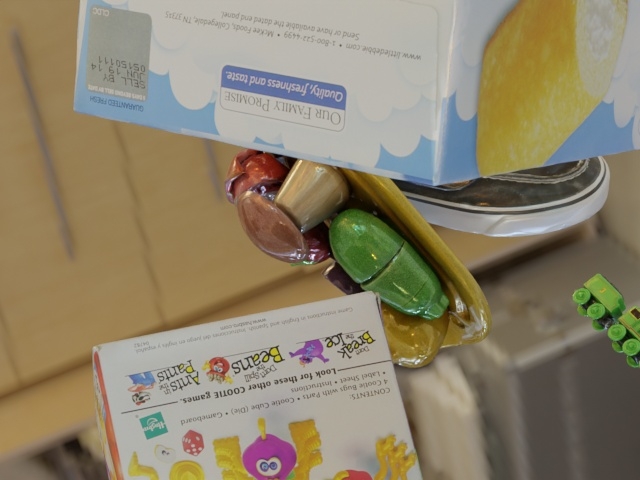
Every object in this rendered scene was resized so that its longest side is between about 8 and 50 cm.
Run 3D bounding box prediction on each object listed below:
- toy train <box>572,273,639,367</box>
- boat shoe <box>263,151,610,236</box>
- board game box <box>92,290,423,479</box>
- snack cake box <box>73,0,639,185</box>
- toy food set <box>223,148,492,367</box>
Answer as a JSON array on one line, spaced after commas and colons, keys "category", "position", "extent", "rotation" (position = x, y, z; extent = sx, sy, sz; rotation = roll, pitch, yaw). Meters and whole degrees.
[{"category": "toy train", "position": [0.157, 0.047, 1.001], "extent": [0.083, 0.023, 0.017], "rotation": [48, 172, 38]}, {"category": "boat shoe", "position": [0.067, -0.057, 1.196], "extent": [0.070, 0.219, 0.078], "rotation": [96, -179, -48]}, {"category": "board game box", "position": [-0.015, 0.186, 0.978], "extent": [0.142, 0.144, 0.275], "rotation": [106, 152, -69]}, {"category": "snack cake box", "position": [0.049, -0.087, 0.751], "extent": [0.152, 0.264, 0.089], "rotation": [12, 103, 32]}, {"category": "toy food set", "position": [0.000, 0.000, 1.136], "extent": [0.218, 0.071, 0.128], "rotation": [48, 161, -13]}]
